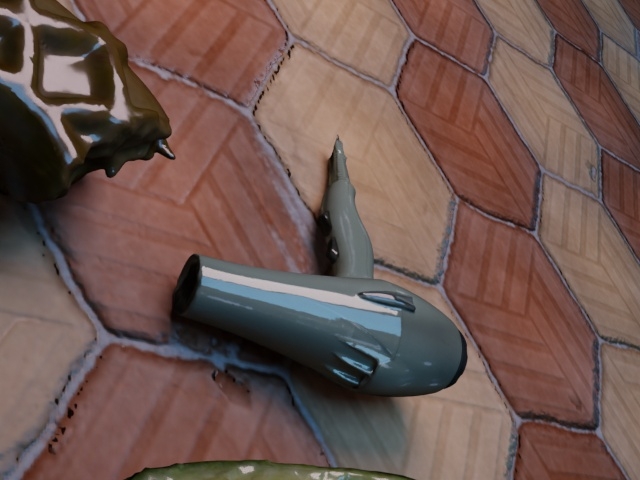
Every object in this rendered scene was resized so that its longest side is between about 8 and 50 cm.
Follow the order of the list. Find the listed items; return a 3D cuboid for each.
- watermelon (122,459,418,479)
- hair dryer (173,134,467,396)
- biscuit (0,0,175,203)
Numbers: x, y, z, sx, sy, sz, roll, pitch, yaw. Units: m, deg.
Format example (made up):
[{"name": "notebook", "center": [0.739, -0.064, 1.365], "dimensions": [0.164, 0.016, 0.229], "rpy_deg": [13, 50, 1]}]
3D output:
[{"name": "watermelon", "center": [-0.038, 0.248, 0.354], "dimensions": [0.330, 0.189, 0.331], "rpy_deg": [12, 70, -37]}, {"name": "hair dryer", "center": [-0.023, 0.007, 0.670], "dimensions": [0.229, 0.092, 0.267], "rpy_deg": [5, 45, -40]}, {"name": "biscuit", "center": [-0.232, -0.033, 0.412], "dimensions": [0.268, 0.115, 0.366], "rpy_deg": [40, 37, -20]}]
